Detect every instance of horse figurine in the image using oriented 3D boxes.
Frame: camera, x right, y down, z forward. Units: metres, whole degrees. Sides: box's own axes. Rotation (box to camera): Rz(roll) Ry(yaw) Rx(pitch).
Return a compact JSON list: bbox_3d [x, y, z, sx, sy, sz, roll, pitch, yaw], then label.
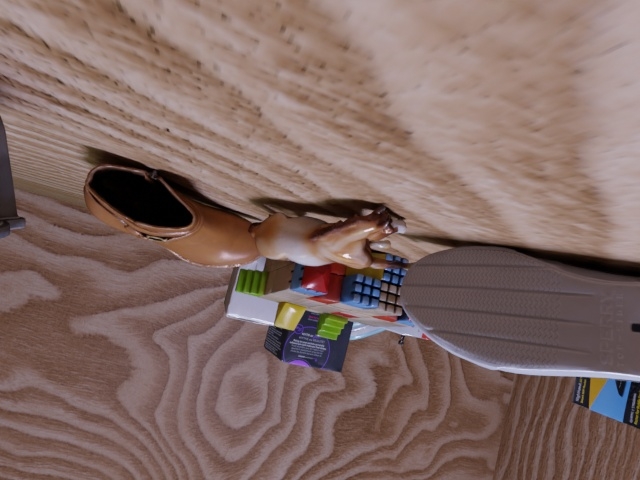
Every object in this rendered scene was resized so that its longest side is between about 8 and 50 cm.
[{"bbox_3d":[0.000,0.000,0.508,0.263,0.066,0.174,7,176,37],"label":"horse figurine"}]

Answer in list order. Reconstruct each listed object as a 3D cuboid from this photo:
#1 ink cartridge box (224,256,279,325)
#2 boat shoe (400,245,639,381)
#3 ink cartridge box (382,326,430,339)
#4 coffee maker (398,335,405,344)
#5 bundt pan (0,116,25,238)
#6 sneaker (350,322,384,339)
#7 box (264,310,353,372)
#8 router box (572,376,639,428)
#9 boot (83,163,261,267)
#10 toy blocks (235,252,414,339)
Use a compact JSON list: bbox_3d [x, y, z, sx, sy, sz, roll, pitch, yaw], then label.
[{"bbox_3d":[-0.159,0.089,1.037,0.117,0.201,0.278,16,173,-13],"label":"ink cartridge box"},{"bbox_3d":[0.244,0.084,0.402,0.335,0.121,0.119,7,166,39],"label":"boat shoe"},{"bbox_3d":[0.235,0.159,0.982,0.179,0.145,0.045,10,173,35],"label":"ink cartridge box"},{"bbox_3d":[0.152,0.159,1.097,0.178,0.171,0.120,12,134,16],"label":"coffee maker"},{"bbox_3d":[-0.364,-0.076,0.231,0.331,0.124,0.331,7,-174,-1],"label":"bundt pan"},{"bbox_3d":[0.188,0.160,1.280,0.319,0.208,0.127,-21,-175,-6],"label":"sneaker"},{"bbox_3d":[-0.014,0.162,1.017,0.165,0.270,0.143,18,173,-23],"label":"box"},{"bbox_3d":[0.557,0.239,0.771,0.046,0.178,0.133,15,174,-19],"label":"router box"},{"bbox_3d":[-0.190,-0.032,0.602,0.284,0.109,0.220,25,167,-20],"label":"boot"},{"bbox_3d":[0.060,0.090,0.797,0.382,0.190,0.261,18,162,-21],"label":"toy blocks"}]
